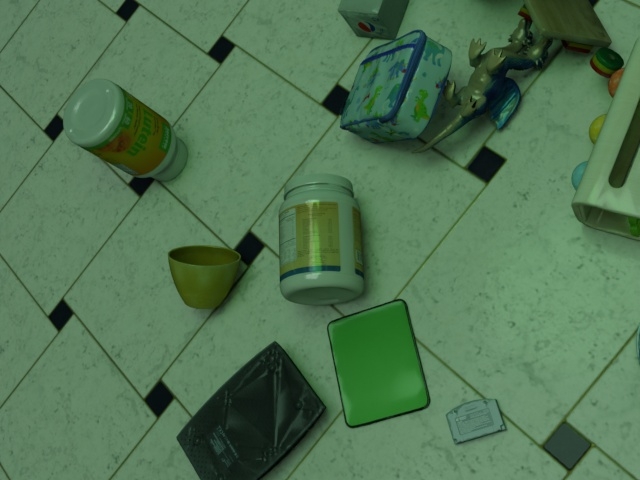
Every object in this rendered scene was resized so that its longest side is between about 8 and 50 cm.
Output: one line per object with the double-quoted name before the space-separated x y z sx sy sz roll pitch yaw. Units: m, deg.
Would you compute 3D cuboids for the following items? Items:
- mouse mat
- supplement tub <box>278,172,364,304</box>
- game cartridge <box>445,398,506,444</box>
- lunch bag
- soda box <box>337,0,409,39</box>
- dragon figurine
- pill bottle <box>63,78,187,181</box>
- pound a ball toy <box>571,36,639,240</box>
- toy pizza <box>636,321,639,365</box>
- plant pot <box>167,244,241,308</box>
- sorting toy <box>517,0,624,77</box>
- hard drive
"mouse mat" 0.093 0.205 1.230 0.152 0.007 0.190 -20 67 20
"supplement tub" 0.000 0.000 1.264 0.144 0.144 0.200 -11 68 23
"game cartridge" 0.237 0.275 1.129 0.083 0.017 0.056 -22 68 19
"lunch bag" 0.126 -0.262 1.267 0.176 0.090 0.219 -67 22 -5
"soda box" 0.133 -0.536 1.405 0.091 0.098 0.287 15 81 30
"dragon figurine" 0.279 -0.245 1.235 0.085 0.144 0.289 40 108 37
"pill bottle" -0.375 -0.206 1.461 0.136 0.245 0.137 -8 70 24
"pound a ball toy" 0.460 -0.186 1.060 0.135 0.208 0.319 19 83 30
"toy pizza" 0.543 0.148 1.010 0.201 0.032 0.202 -9 70 25
"plant pot" -0.218 0.072 1.372 0.134 0.134 0.095 14 108 29
"sorting toy" 0.387 -0.367 1.209 0.046 0.132 0.275 117 150 -49
"hard drive" -0.117 0.317 1.269 0.254 0.054 0.172 -45 60 7
